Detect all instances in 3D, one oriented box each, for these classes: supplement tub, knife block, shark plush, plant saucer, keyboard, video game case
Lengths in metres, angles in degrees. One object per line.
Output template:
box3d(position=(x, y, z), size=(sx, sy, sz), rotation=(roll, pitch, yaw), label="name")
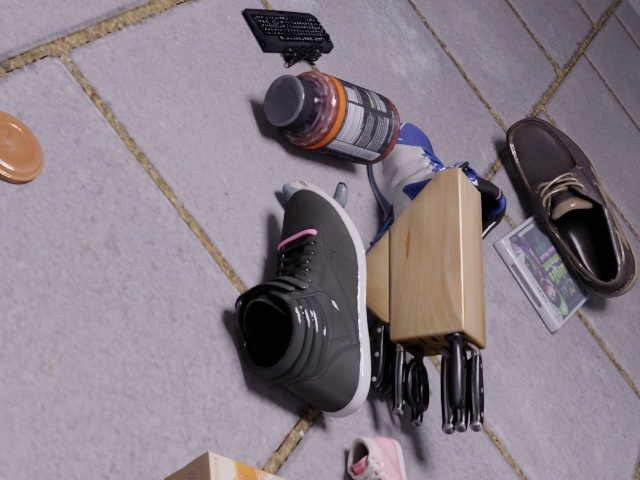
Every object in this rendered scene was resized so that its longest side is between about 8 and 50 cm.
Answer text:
box3d(position=(0.013, -0.169, 1.598), size=(0.198, 0.106, 0.106), rotation=(12, 51, -49), label="supplement tub")
box3d(position=(0.159, 0.084, 1.424), size=(0.242, 0.276, 0.088), rotation=(42, 1, 32), label="knife block")
box3d(position=(0.000, 0.000, 1.498), size=(0.067, 0.073, 0.161), rotation=(-13, 91, -37), label="shark plush")
box3d(position=(-0.309, -0.095, 1.165), size=(0.083, 0.013, 0.083), rotation=(36, 35, -30), label="plant saucer")
box3d(position=(-0.030, -0.306, 1.738), size=(0.192, 0.038, 0.100), rotation=(-16, 74, -57), label="keyboard")
box3d(position=(0.374, 0.051, 1.970), size=(0.173, 0.022, 0.190), rotation=(57, 30, 3), label="video game case")

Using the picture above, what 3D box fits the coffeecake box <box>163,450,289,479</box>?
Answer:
box3d(position=(-0.052, 0.295, 1.093), size=(0.185, 0.068, 0.142), rotation=(29, 39, -38), label="coffeecake box")

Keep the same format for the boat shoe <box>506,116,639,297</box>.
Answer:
box3d(position=(0.438, -0.067, 2.033), size=(0.355, 0.132, 0.130), rotation=(58, 10, 11), label="boat shoe")

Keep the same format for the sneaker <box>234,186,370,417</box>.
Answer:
box3d(position=(-0.027, 0.045, 1.332), size=(0.147, 0.104, 0.296), rotation=(29, 43, -45), label="sneaker")

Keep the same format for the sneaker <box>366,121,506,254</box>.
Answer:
box3d(position=(0.171, -0.058, 1.635), size=(0.127, 0.182, 0.315), rotation=(39, 34, -28), label="sneaker")

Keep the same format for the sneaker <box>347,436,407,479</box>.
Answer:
box3d(position=(0.066, 0.275, 1.297), size=(0.070, 0.051, 0.134), rotation=(22, 40, -41), label="sneaker")
